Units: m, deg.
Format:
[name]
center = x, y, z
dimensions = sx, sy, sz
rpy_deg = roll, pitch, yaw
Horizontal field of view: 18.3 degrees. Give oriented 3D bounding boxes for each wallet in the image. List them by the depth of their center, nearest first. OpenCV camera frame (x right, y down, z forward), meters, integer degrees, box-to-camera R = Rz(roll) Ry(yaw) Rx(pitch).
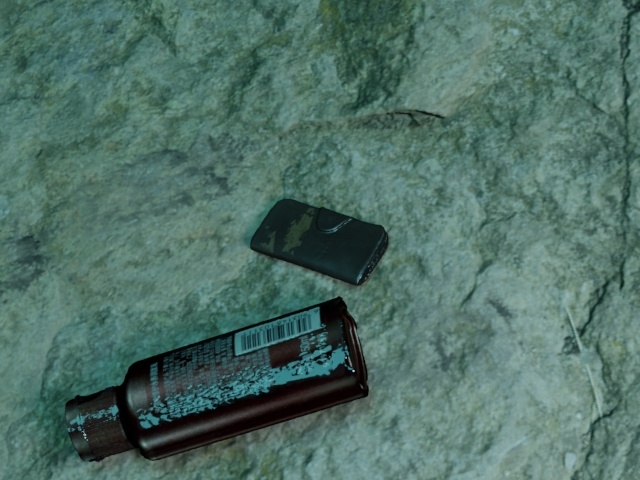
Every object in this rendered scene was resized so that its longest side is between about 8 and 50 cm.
[wallet]
center = 0.000, 0.000, 2.256
dimensions = 0.156, 0.018, 0.082
rpy_deg = 20, 65, 32

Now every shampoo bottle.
[shampoo bottle]
center = -0.113, 0.161, 2.147
dimensions = 0.323, 0.084, 0.129
rpy_deg = -19, 50, 9
